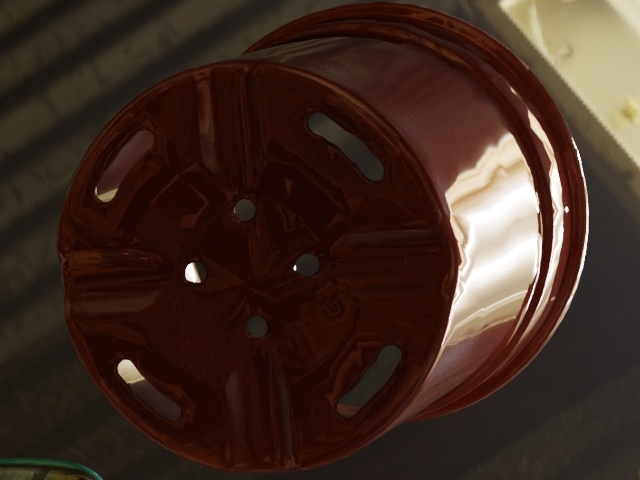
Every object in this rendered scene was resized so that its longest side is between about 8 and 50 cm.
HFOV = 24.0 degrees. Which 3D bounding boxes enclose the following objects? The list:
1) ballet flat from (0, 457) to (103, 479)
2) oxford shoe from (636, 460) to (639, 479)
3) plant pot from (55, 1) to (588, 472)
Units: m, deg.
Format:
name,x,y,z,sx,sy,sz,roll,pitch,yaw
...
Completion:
name,x,y,z,sx,sy,sz,roll,pitch,yaw
ballet flat,-0.187,0.136,0.574,0.222,0.076,0.079,-6,-150,4
oxford shoe,0.235,-0.047,0.500,0.169,0.130,0.449,32,-88,30
plant pot,0.000,0.000,0.836,0.273,0.265,0.272,2,-83,15
